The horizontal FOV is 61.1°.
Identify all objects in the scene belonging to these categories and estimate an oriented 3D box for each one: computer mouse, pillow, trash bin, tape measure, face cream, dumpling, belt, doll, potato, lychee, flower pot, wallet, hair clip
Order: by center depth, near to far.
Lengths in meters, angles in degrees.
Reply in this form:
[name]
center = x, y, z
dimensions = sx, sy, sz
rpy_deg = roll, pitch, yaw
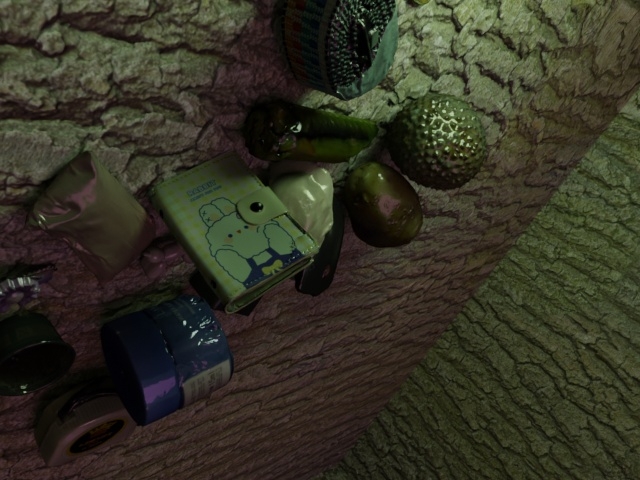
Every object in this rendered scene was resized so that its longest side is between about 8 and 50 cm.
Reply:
[hair clip]
center = -0.607, 0.104, 0.952
dimensions = 0.292, 0.085, 0.106
rpy_deg = -20, 160, -41
[pillow]
center = -0.415, -0.031, 1.005
dimensions = 0.173, 0.067, 0.270
rpy_deg = -44, 150, -11
[belt]
center = 0.041, -0.388, 1.018
dimensions = 0.207, 0.150, 0.257
rpy_deg = -47, 152, -12
[wallet]
center = -0.172, -0.027, 1.054
dimensions = 0.223, 0.309, 0.077
rpy_deg = -28, 150, -27
[flower pot]
center = -0.584, 0.216, 1.075
dimensions = 0.157, 0.107, 0.157
rpy_deg = -29, 150, -19
[doll]
center = -0.302, 0.011, 1.157
dimensions = 0.161, 0.059, 0.160
rpy_deg = -23, 166, -29
[dumpling]
center = -0.048, -0.069, 1.238
dimensions = 0.162, 0.250, 0.132
rpy_deg = -4, -176, -2
[face cream]
center = -0.356, 0.269, 1.266
dimensions = 0.225, 0.249, 0.249
rpy_deg = -19, 142, -37
[trash bin]
center = -0.182, 0.063, 1.348
dimensions = 0.225, 0.115, 0.165
rpy_deg = -50, 150, 8
[tape measure]
center = -0.549, 0.424, 1.356
dimensions = 0.271, 0.133, 0.231
rpy_deg = -6, 141, -48
[lychee]
center = 0.290, -0.242, 1.376
dimensions = 0.274, 0.255, 0.255
rpy_deg = -35, 153, -47
[computer mouse]
center = 0.004, -0.001, 1.383
dimensions = 0.168, 0.087, 0.296
rpy_deg = -7, 98, -58
[potato]
center = 0.166, -0.091, 1.483
dimensions = 0.173, 0.210, 0.307
rpy_deg = -58, 146, -18

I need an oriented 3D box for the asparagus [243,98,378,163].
[asparagus]
center = 0.002, -0.229, 1.199
dimensions = 0.108, 0.129, 0.381
rpy_deg = -23, 168, 41

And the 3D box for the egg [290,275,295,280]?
[egg]
center = -0.062, 0.049, 1.465
dimensions = 0.114, 0.114, 0.152
rpy_deg = -40, 152, -5

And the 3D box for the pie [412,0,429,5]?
[pie]
center = 0.225, -0.545, 1.158
dimensions = 0.084, 0.021, 0.084
rpy_deg = -26, 147, -19
